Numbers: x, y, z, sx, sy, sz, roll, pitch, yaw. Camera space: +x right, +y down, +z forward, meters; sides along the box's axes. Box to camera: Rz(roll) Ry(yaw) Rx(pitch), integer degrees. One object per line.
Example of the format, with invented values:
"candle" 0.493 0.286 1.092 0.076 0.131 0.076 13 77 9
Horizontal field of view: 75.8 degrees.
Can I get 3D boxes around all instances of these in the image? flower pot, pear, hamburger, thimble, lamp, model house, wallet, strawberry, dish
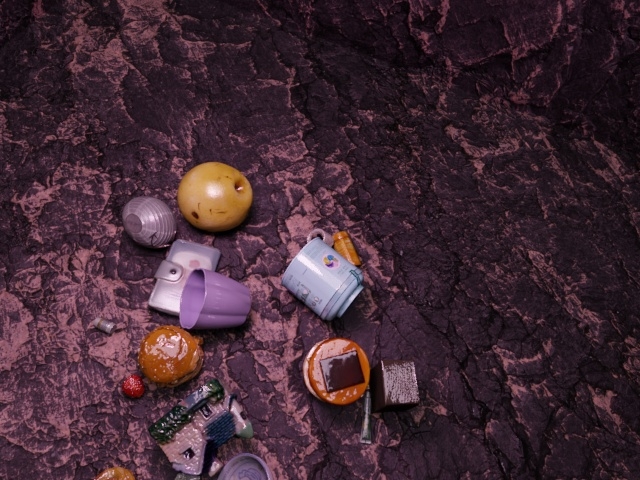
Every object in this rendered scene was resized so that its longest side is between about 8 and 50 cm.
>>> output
"flower pot" -0.445 0.268 1.767 0.243 0.265 0.265 20 55 -38
"pear" -0.498 -0.208 1.966 0.348 0.348 0.349 3 62 -6
"hamburger" 0.066 0.542 1.721 0.290 0.225 0.291 2 70 -7
"thimble" 0.000 0.000 2.045 0.115 0.090 0.102 22 86 38
"lamp" -0.791 -0.084 1.926 0.265 0.233 0.233 29 62 16
"model house" -0.428 0.721 1.555 0.298 0.243 0.284 -36 77 -11
"wallet" -0.630 0.176 1.895 0.252 0.083 0.361 16 61 -5
"strawberry" -0.757 0.593 1.664 0.096 0.083 0.083 50 64 -15
"dish" -0.254 0.945 1.517 0.273 0.134 0.274 -19 52 27
"hamburger" -0.615 0.473 1.676 0.260 0.211 0.245 25 68 0

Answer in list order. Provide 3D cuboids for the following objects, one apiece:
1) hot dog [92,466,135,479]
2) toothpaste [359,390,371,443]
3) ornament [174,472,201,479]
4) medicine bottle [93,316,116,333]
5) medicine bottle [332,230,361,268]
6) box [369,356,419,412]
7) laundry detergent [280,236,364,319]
"hot dog" -0.736 0.953 1.454 0.196 0.122 0.272 -12 67 -7
"toothpaste" 0.196 0.747 1.743 0.049 0.031 0.204 7 64 -2
"ornament" -0.501 0.901 1.558 0.092 0.041 0.068 26 60 7
"medicine bottle" -0.929 0.365 1.771 0.083 0.047 0.047 23 62 4
"medicine bottle" 0.128 0.058 2.052 0.096 0.096 0.192 -14 65 -15
"box" 0.298 0.601 1.698 0.143 0.273 0.184 0 62 -4
"laundry detergent" 0.024 0.188 1.863 0.305 0.287 0.287 38 64 12
